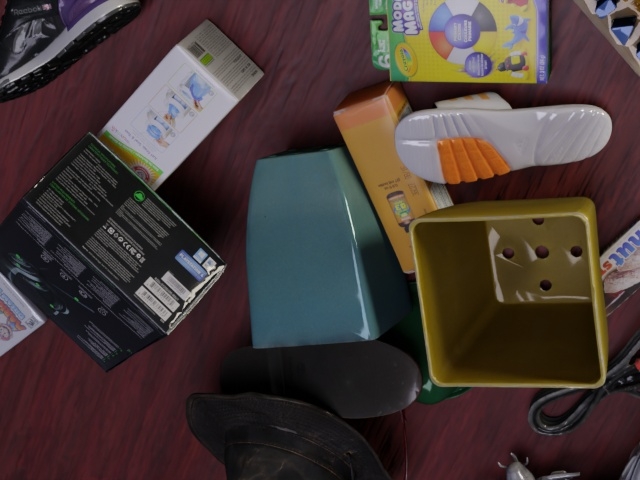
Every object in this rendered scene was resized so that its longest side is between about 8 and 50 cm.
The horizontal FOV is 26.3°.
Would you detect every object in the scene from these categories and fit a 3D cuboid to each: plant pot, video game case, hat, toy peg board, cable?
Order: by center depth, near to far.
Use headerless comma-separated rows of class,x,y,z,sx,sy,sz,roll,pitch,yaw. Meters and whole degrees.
toy peg board,0.374,-0.283,1.544,0.160,0.079,0.161,-39,99,27
plant pot,0.247,0.044,1.659,0.212,0.187,0.212,-2,107,23
plant pot,0.000,0.000,1.732,0.165,0.165,0.234,-6,99,22
cable,0.387,0.183,1.757,0.287,0.072,0.139,-21,119,22
hat,0.127,0.184,1.773,0.173,0.183,0.208,-28,104,26
hat,-0.059,0.333,1.845,0.331,0.134,0.331,17,151,10
video game case,-0.498,0.094,2.005,0.143,0.019,0.157,-35,101,27

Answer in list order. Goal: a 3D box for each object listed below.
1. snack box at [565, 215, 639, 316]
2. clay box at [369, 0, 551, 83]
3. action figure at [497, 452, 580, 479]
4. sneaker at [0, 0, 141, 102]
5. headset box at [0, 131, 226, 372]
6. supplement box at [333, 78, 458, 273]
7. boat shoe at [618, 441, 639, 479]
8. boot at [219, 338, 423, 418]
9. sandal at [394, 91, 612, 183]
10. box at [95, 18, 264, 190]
snack box,0.391,0.022,1.714,0.064,0.022,0.178,41,119,-3
clay box,0.163,-0.255,1.632,0.222,0.053,0.128,2,114,14
action figure,0.313,0.415,1.884,0.185,0.099,0.285,-18,105,30
sneaker,-0.365,-0.280,1.762,0.283,0.107,0.124,-30,88,22
headset box,-0.293,0.027,1.791,0.246,0.131,0.283,44,151,-7
supplement box,0.102,-0.080,1.719,0.078,0.080,0.233,-17,107,23
boat shoe,0.437,0.300,1.791,0.095,0.084,0.258,13,124,-15
boot,0.019,0.176,1.812,0.305,0.115,0.112,-2,84,36
sandal,0.218,-0.133,1.670,0.265,0.076,0.102,-4,124,-5
box,-0.185,-0.165,1.739,0.103,0.114,0.203,43,119,-7
